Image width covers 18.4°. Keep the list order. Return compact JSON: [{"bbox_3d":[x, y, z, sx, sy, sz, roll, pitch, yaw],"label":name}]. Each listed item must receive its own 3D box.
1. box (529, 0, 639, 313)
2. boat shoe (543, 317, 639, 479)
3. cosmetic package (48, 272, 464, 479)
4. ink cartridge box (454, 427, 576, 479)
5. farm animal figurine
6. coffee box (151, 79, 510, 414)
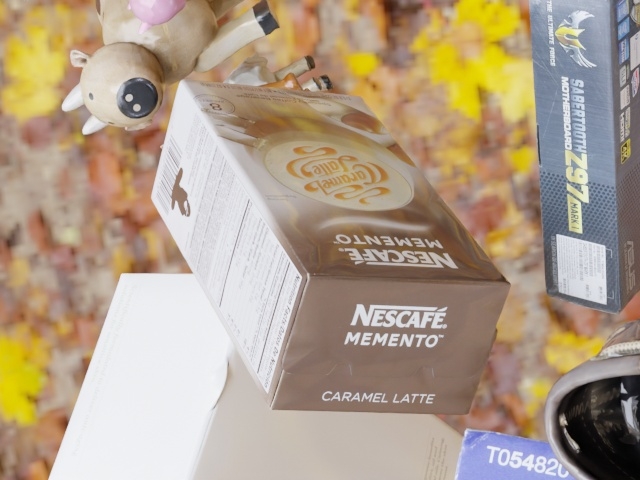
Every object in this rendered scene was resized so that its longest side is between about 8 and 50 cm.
[{"bbox_3d":[0.203,-0.098,1.256,0.059,0.183,0.233,15,128,29],"label":"box"},{"bbox_3d":[0.223,0.103,0.744,0.355,0.130,0.132,10,113,56],"label":"boat shoe"},{"bbox_3d":[-0.031,0.189,1.644,0.155,0.365,0.197,0,61,39],"label":"cosmetic package"},{"bbox_3d":[0.164,0.235,1.107,0.223,0.045,0.224,11,99,0],"label":"ink cartridge box"},{"bbox_3d":[-0.140,-0.177,1.544,0.172,0.327,0.330,-31,100,9],"label":"farm animal figurine"},{"bbox_3d":[0.000,0.000,1.253,0.246,0.141,0.098,55,136,51],"label":"coffee box"}]
